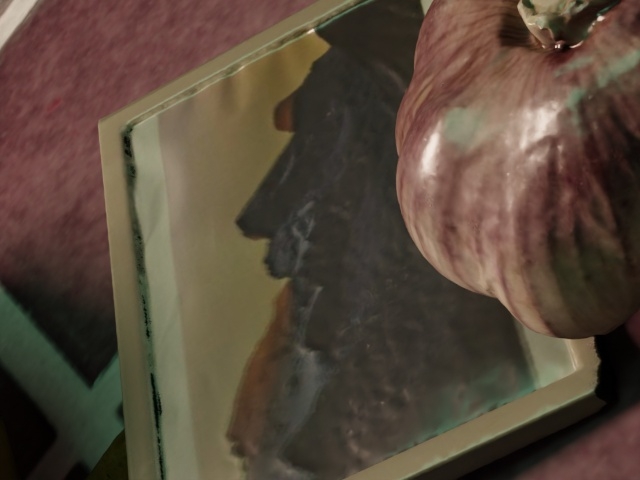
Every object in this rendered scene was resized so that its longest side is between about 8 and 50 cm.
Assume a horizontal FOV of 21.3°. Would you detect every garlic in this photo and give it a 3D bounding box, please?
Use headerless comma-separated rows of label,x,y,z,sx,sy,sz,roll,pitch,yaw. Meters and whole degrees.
garlic,0.090,-0.052,0.568,0.159,0.102,0.147,-51,39,-11

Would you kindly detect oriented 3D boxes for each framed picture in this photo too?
framed picture,0.000,0.000,0.679,0.192,0.018,0.265,-28,43,15

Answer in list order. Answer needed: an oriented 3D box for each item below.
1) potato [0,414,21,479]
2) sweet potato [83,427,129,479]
potato,-0.232,0.103,0.701,0.237,0.301,0.289,-1,98,28
sweet potato,-0.086,0.099,0.705,0.115,0.026,0.026,-45,38,14
